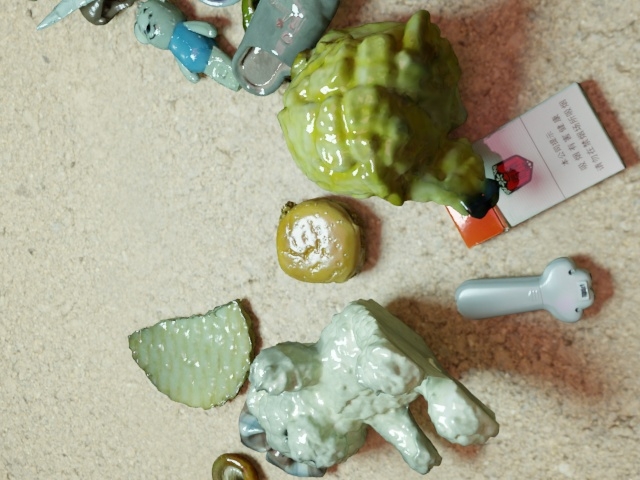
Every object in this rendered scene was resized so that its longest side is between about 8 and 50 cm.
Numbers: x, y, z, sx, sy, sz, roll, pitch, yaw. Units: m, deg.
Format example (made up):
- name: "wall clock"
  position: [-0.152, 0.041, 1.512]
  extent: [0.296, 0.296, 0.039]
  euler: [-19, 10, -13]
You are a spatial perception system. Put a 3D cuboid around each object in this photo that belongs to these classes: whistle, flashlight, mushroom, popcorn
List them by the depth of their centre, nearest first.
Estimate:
- name: "popcorn"
  position: [0.086, -0.180, 1.006]
  extent: [0.237, 0.292, 0.293]
  euler: [10, 108, 63]
- name: "flashlight"
  position: [0.293, 0.078, 1.061]
  extent: [0.200, 0.047, 0.093]
  euler: [-10, 95, 29]
- name: "whistle"
  position: [-0.221, -0.326, 1.212]
  extent: [0.235, 0.077, 0.114]
  euler: [39, 125, 11]
- name: "mushroom"
  position: [-0.144, 0.441, 1.316]
  extent: [0.129, 0.072, 0.088]
  euler: [31, 99, 53]

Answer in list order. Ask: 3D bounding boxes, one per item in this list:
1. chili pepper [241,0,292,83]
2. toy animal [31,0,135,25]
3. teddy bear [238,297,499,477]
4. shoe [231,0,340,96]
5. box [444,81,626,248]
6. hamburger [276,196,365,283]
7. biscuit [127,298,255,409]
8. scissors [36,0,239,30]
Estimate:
- name: "chili pepper"
  position: [-0.091, -0.352, 1.147]
  extent: [0.073, 0.072, 0.204]
  euler: [19, 115, 40]
- name: "toy animal"
  position: [-0.434, -0.462, 1.274]
  extent: [0.186, 0.093, 0.214]
  euler: [-35, 80, 23]
- name: "teddy bear"
  position: [0.026, 0.278, 1.084]
  extent: [0.327, 0.375, 0.362]
  euler: [36, 97, -17]
- name: "shoe"
  position: [-0.055, -0.299, 1.070]
  extent: [0.103, 0.100, 0.251]
  euler: [25, 132, -16]
- name: "box"
  position: [0.286, -0.102, 1.036]
  extent: [0.245, 0.035, 0.139]
  euler: [-29, 87, 26]
- name: "hamburger"
  position: [0.000, 0.000, 1.165]
  extent: [0.147, 0.083, 0.138]
  euler: [5, 98, 21]
- name: "biscuit"
  position: [-0.224, 0.219, 1.337]
  extent: [0.273, 0.036, 0.187]
  euler: [-15, 93, 26]
- name: "scissors"
  position: [-0.316, -0.455, 1.190]
  extent: [0.383, 0.029, 0.256]
  euler: [-17, 86, 10]
